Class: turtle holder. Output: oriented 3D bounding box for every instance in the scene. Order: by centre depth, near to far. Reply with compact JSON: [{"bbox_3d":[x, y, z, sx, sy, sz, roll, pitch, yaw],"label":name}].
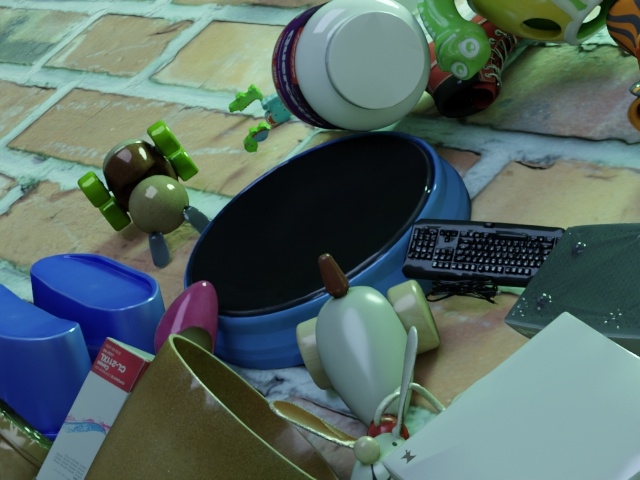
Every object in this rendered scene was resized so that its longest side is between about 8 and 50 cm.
[{"bbox_3d":[0.279,-0.367,2.039,0.320,0.227,0.243,-30,-18,-35],"label":"turtle holder"}]

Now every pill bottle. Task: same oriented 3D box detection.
[{"bbox_3d":[0.042,-0.239,2.124,0.181,0.181,0.323,-35,9,-6],"label":"pill bottle"}]

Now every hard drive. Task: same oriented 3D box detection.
[{"bbox_3d":[0.333,0.054,1.623,0.254,0.054,0.172,2,43,44],"label":"hard drive"}]

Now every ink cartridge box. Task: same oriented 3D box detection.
[{"bbox_3d":[-0.213,0.211,1.715,0.072,0.127,0.175,25,86,37],"label":"ink cartridge box"}]

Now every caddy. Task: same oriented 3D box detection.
[{"bbox_3d":[-0.320,0.147,1.971,0.241,0.179,0.341,-22,23,-30],"label":"caddy"}]

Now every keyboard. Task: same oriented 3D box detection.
[{"bbox_3d":[0.180,0.022,1.778,0.192,0.038,0.100,3,74,29],"label":"keyboard"}]

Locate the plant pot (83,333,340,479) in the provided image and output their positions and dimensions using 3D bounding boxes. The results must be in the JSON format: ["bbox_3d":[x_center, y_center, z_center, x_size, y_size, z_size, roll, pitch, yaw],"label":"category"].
[{"bbox_3d":[-0.149,0.266,1.608,0.254,0.237,0.237,-47,30,3],"label":"plant pot"}]

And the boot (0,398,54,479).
[{"bbox_3d":[-0.449,0.294,1.796,0.236,0.089,0.269,35,87,27],"label":"boot"}]

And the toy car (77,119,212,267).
[{"bbox_3d":[-0.231,-0.049,2.273,0.155,0.149,0.188,-37,58,-2],"label":"toy car"}]

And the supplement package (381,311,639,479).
[{"bbox_3d":[0.222,0.239,1.231,0.199,0.263,0.198,-38,30,-10],"label":"supplement package"}]

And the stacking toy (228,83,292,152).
[{"bbox_3d":[-0.032,-0.220,2.390,0.221,0.052,0.167,-30,28,6],"label":"stacking toy"}]

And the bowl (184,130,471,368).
[{"bbox_3d":[0.000,0.000,1.993,0.391,0.077,0.391,-23,31,15],"label":"bowl"}]

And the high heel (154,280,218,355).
[{"bbox_3d":[-0.148,0.160,1.823,0.117,0.082,0.244,-4,58,52],"label":"high heel"}]

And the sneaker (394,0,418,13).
[{"bbox_3d":[0.072,-0.381,2.515,0.212,0.080,0.094,-17,21,26],"label":"sneaker"}]

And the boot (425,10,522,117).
[{"bbox_3d":[0.250,-0.261,2.162,0.244,0.088,0.176,-32,36,1],"label":"boot"}]

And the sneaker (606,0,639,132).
[{"bbox_3d":[0.412,-0.210,1.880,0.180,0.125,0.321,-38,30,-13],"label":"sneaker"}]

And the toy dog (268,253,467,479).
[{"bbox_3d":[0.047,0.130,1.663,0.220,0.161,0.333,-35,29,-6],"label":"toy dog"}]
